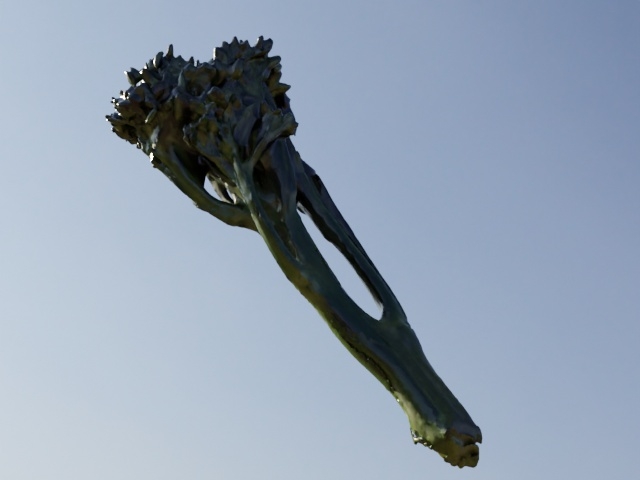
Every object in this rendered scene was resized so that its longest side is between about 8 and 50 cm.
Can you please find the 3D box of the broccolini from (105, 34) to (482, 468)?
[{"bbox_3d":[-0.002,-0.005,0.405,0.201,0.074,0.058,47,-16,30],"label":"broccolini"}]
